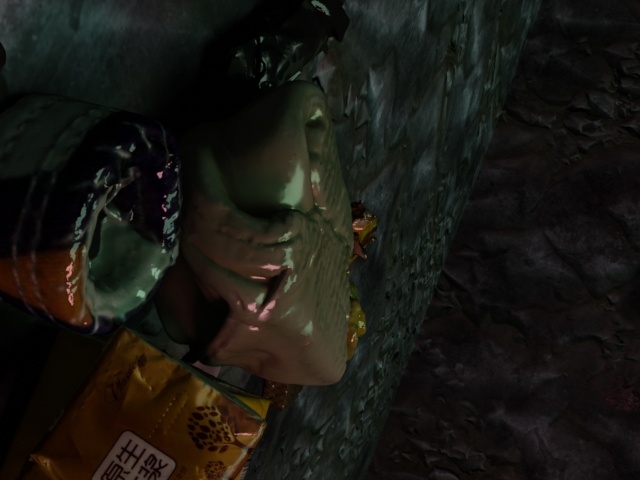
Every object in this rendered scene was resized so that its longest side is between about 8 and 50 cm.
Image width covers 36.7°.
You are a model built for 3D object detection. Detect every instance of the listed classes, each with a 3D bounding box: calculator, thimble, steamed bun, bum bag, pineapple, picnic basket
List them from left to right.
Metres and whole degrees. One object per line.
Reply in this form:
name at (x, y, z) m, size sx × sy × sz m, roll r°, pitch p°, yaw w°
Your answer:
thimble at (-0.238, -0.026, 0.967) m, size 0.237 × 0.150 × 0.237 m, roll 17°, pitch 90°, yaw -74°
calculator at (-0.196, 0.216, 1.521) m, size 0.166 × 0.024 × 0.103 m, roll -46°, pitch 149°, yaw -55°
steamed bun at (-0.097, 0.010, 1.228) m, size 0.368 × 0.255 × 0.342 m, roll 71°, pitch 22°, yaw -44°
bum bag at (-0.055, -0.273, 1.350) m, size 0.340 × 0.095 × 0.144 m, roll -48°, pitch 155°, yaw -36°
picnic basket at (-0.061, 0.239, 1.892) m, size 0.110 × 0.055 × 0.193 m, roll -41°, pitch 147°, yaw -57°
pineapple at (-0.004, -0.004, 1.679) m, size 0.161 × 0.158 × 0.334 m, roll -45°, pitch -179°, yaw -6°

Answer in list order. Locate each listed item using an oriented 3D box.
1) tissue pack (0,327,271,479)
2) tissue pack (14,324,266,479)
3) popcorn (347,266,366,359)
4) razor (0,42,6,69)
tissue pack at (-0.245, 0.323, 1.159) m, size 0.293 × 0.228 × 0.382 m, roll 43°, pitch 66°, yaw -72°
tissue pack at (-0.187, 0.226, 0.968) m, size 0.226 × 0.183 × 0.092 m, roll -56°, pitch -179°, yaw -9°
popcorn at (-0.040, 0.105, 1.537) m, size 0.266 × 0.233 × 0.192 m, roll -62°, pitch -179°, yaw 37°
razor at (-0.348, -0.101, 0.636) m, size 0.189 × 0.107 × 0.327 m, roll 84°, pitch 29°, yaw -51°
